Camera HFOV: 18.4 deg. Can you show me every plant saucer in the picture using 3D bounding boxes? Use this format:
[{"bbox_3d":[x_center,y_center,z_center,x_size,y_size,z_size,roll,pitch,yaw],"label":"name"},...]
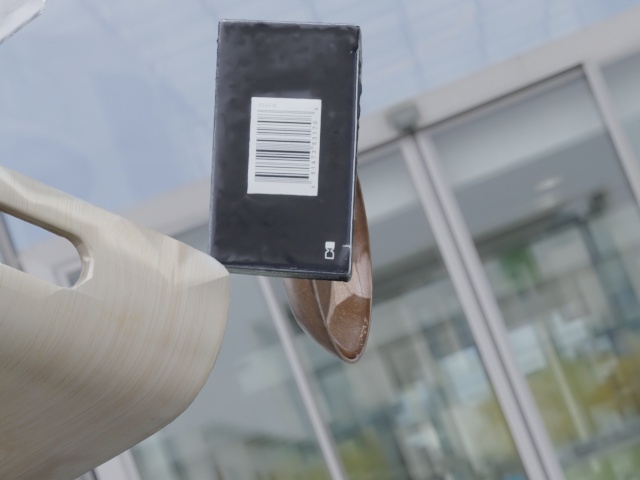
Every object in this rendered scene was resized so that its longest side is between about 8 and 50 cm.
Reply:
[{"bbox_3d":[0.000,0.000,1.552,0.036,0.199,0.198,-7,-5,14],"label":"plant saucer"}]

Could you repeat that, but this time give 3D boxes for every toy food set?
[{"bbox_3d":[-0.220,0.051,0.840,0.219,0.092,0.306,25,-44,-39],"label":"toy food set"}]

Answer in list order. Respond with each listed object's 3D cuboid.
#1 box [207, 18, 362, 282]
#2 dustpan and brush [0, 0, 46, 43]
[{"bbox_3d":[-0.020,-0.054,1.280,0.093,0.156,0.158,3,-3,2],"label":"box"},{"bbox_3d":[-0.374,-0.293,2.051,0.147,0.211,0.060,-33,-3,22],"label":"dustpan and brush"}]
